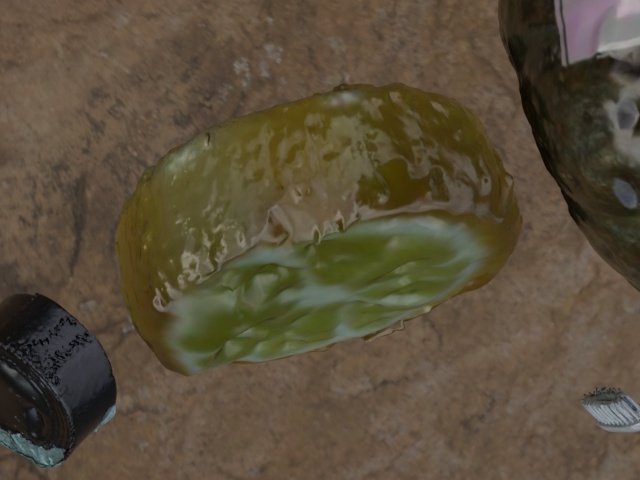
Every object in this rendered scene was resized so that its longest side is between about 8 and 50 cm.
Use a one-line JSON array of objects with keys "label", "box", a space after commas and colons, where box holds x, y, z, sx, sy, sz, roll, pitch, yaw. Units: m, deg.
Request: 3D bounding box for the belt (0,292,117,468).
[{"label": "belt", "box": [-0.266, 0.134, 0.934, 0.151, 0.198, 0.078, 39, 51, 3]}]

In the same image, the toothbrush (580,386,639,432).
[{"label": "toothbrush", "box": [0.212, 0.080, 0.470, 0.025, 0.286, 0.020, 43, 69, -9]}]

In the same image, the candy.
[{"label": "candy", "box": [0.000, 0.000, 0.638, 0.260, 0.260, 0.118, -11, 71, -17]}]

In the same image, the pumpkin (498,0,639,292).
[{"label": "pumpkin", "box": [0.167, -0.079, 0.401, 0.260, 0.189, 0.260, 9, 77, -44]}]
